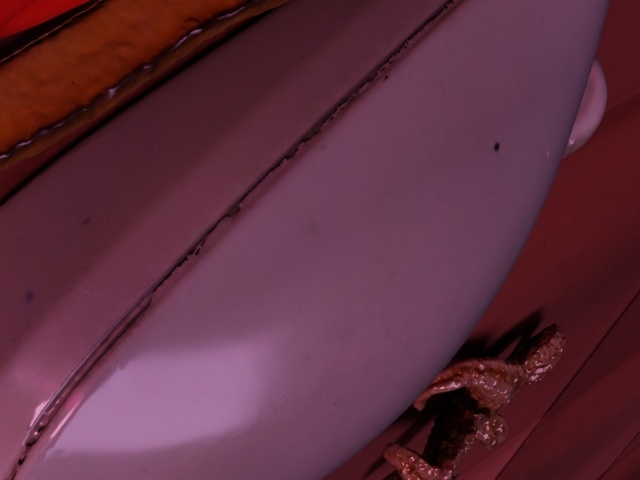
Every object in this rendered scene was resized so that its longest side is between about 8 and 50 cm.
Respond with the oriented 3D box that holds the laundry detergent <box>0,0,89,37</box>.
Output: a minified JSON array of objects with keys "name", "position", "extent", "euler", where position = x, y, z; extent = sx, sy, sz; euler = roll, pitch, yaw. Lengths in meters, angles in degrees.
[{"name":"laundry detergent","position":[-0.049,-0.068,0.312],"extent":[0.165,0.049,0.097],"euler":[-32,163,-28]}]

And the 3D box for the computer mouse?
[{"name":"computer mouse","position":[0.004,0.005,0.519],"extent":[0.288,0.097,0.159],"euler":[-35,158,-27]}]

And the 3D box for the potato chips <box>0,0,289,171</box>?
[{"name":"potato chips","position":[-0.040,-0.048,0.416],"extent":[0.204,0.026,0.037],"euler":[-34,174,-32]}]

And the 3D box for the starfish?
[{"name":"starfish","position":[0.094,0.108,1.046],"extent":[0.150,0.053,0.209],"euler":[-40,165,0]}]
